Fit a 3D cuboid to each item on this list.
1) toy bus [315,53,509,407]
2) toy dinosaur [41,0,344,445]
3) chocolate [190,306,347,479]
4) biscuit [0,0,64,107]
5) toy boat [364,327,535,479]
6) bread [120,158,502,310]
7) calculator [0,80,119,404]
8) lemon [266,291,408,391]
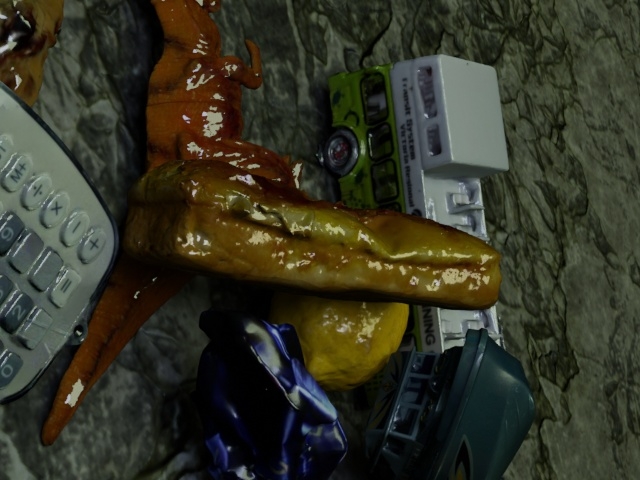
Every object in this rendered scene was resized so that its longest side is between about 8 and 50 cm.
[{"bbox_3d":[0.092,-0.010,1.299,0.113,0.139,0.301,3,77,-48],"label":"toy bus"},{"bbox_3d":[-0.078,-0.032,1.137,0.208,0.097,0.432,23,58,-34],"label":"toy dinosaur"},{"bbox_3d":[-0.015,0.187,1.108,0.126,0.148,0.343,-38,119,-14],"label":"chocolate"},{"bbox_3d":[-0.275,-0.210,0.963,0.289,0.081,0.334,26,58,-46],"label":"biscuit"},{"bbox_3d":[0.097,0.154,1.170,0.296,0.122,0.114,97,11,-58],"label":"toy boat"},{"bbox_3d":[-0.001,0.002,1.053,0.271,0.139,0.077,12,86,-30],"label":"bread"},{"bbox_3d":[-0.226,-0.006,0.929,0.177,0.040,0.268,-56,134,-17],"label":"calculator"},{"bbox_3d":[0.016,0.055,1.207,0.114,0.114,0.155,50,40,-28],"label":"lemon"}]
